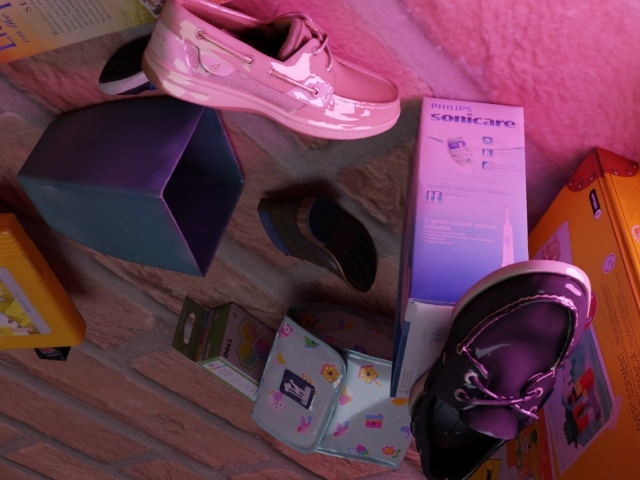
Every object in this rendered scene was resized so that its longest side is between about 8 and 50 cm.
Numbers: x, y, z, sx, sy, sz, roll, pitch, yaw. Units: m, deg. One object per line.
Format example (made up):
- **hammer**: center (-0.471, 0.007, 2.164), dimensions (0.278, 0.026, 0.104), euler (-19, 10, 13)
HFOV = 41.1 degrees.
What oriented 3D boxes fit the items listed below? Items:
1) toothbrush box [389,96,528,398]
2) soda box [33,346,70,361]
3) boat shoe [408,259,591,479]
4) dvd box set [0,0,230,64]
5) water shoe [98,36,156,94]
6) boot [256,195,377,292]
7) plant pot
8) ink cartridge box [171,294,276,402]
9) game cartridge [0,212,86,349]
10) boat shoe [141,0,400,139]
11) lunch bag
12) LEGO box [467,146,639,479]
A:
- **toothbrush box**: center (0.159, 0.012, 0.997), dimensions (0.126, 0.295, 0.216), euler (7, 144, 4)
- **soda box**: center (-0.495, 0.150, 1.527), dimensions (0.053, 0.060, 0.169), euler (4, 142, 7)
- **boat shoe**: center (0.164, 0.148, 0.834), dimensions (0.127, 0.113, 0.340), euler (16, 142, -10)
- **dvd box set**: center (-0.249, -0.339, 0.828), dimensions (0.421, 0.062, 0.307), euler (-9, 139, 23)
- **water shoe**: center (-0.166, -0.195, 0.988), dimensions (0.203, 0.073, 0.080), euler (-12, 140, 28)
- **boot**: center (0.000, 0.000, 1.224), dimensions (0.106, 0.082, 0.219), euler (12, 154, 36)
- **plant pot**: center (-0.249, -0.076, 1.099), dimensions (0.234, 0.165, 0.165), euler (6, 143, 19)
- **ink cartridge box**: center (-0.146, 0.179, 1.442), dimensions (0.062, 0.109, 0.209), euler (-21, 132, 35)
- **game cartridge**: center (-0.558, 0.072, 1.338), dimensions (0.285, 0.052, 0.323), euler (-4, 143, 7)
- **boat shoe**: center (-0.032, -0.187, 0.908), dimensions (0.302, 0.109, 0.098), euler (9, 130, -28)
- **lunch bag**: center (0.034, 0.231, 1.382), dimensions (0.262, 0.160, 0.223), euler (14, 117, -9)
- **LEGO box**: center (0.329, 0.196, 0.972), dimensions (0.193, 0.500, 0.372), euler (20, 128, -10)
